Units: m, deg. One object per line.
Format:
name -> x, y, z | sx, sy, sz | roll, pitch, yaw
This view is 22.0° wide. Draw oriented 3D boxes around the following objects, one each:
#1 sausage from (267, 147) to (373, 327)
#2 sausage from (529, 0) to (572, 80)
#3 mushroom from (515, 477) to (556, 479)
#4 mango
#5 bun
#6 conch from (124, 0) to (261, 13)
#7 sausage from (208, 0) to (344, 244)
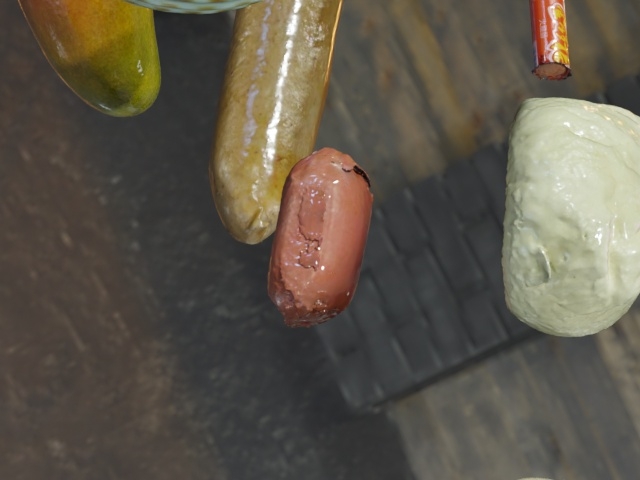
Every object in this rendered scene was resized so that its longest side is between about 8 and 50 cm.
sausage -> 0.000, 0.000, 1.270 | 0.076, 0.076, 0.141 | 31, 66, -47
sausage -> 0.265, -0.258, 1.906 | 0.050, 0.048, 0.145 | 5, 67, -15
mushroom -> 0.241, 0.400, 2.038 | 0.195, 0.254, 0.189 | 8, 30, -47
mango -> -0.214, -0.238, 1.500 | 0.146, 0.129, 0.289 | -118, -168, -66
bun -> 0.245, -0.034, 1.507 | 0.244, 0.153, 0.244 | -3, 90, -76
conch -> -0.077, -0.274, 0.930 | 0.215, 0.319, 0.303 | 38, 70, -31
sausage -> -0.039, -0.228, 1.860 | 0.123, 0.136, 0.501 | 17, 73, -18
